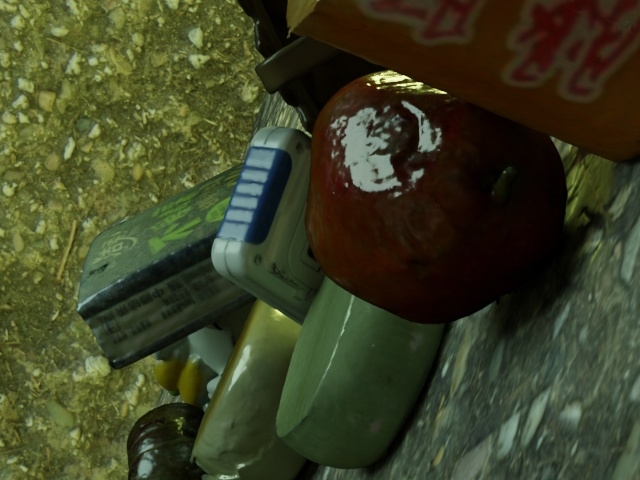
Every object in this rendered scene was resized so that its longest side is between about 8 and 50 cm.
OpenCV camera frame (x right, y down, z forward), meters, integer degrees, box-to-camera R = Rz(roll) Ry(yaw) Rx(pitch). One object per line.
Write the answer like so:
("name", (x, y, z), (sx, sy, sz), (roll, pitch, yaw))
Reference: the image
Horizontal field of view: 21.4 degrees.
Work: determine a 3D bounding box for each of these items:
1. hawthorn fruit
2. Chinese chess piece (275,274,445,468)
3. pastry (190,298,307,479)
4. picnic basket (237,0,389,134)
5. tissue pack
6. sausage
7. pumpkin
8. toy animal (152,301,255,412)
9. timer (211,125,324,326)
("hawthorn fruit", (0.100, -0.037, 1.381), (0.224, 0.224, 0.261), (-68, 20, -1))
("Chinese chess piece", (0.042, 0.108, 1.706), (0.250, 0.101, 0.250), (-158, 90, -81))
("pastry", (-0.057, 0.180, 2.021), (0.265, 0.133, 0.265), (-157, 90, -82))
("picnic basket", (0.054, -0.233, 1.765), (0.254, 0.291, 0.321), (-29, 6, 5))
("tissue pack", (-0.112, -0.010, 2.174), (0.394, 0.124, 0.288), (-26, 16, 7))
("sausage", (0.147, -0.209, 1.257), (0.233, 0.287, 0.233), (-159, 90, -77))
("pumpkin", (-0.185, 0.333, 2.355), (0.219, 0.162, 0.219), (-6, -90, -88))
("toy animal", (-0.155, 0.106, 2.415), (0.247, 0.183, 0.310), (-55, 28, -10))
("timer", (0.000, 0.000, 1.862), (0.078, 0.253, 0.178), (7, 72, 40))
